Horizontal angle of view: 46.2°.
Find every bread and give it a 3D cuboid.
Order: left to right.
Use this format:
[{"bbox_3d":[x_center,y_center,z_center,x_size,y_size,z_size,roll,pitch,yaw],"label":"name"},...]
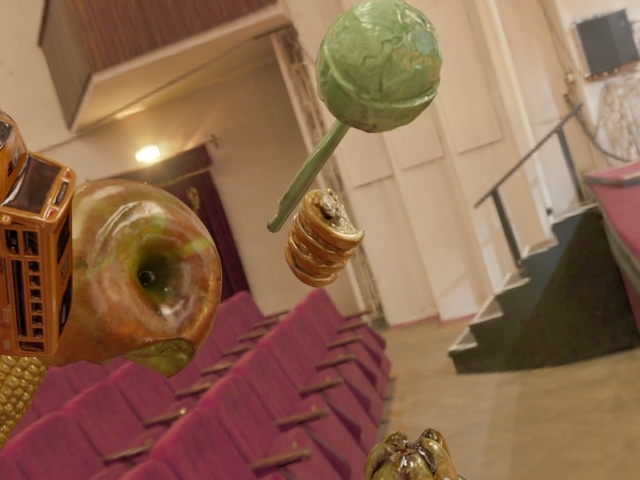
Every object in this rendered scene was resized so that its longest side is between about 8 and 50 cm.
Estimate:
[{"bbox_3d":[0.000,0.000,1.219,0.084,0.119,0.177,-22,-30,-41],"label":"bread"}]

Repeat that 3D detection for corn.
[{"bbox_3d":[-0.449,0.183,1.036,0.130,0.130,0.347,-15,45,57],"label":"corn"}]

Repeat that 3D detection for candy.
[{"bbox_3d":[0.006,-0.100,0.839,0.119,0.119,0.440,-19,-16,-26],"label":"candy"}]

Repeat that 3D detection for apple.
[{"bbox_3d":[-0.244,0.054,0.875,0.226,0.246,0.246,-13,5,44],"label":"apple"}]

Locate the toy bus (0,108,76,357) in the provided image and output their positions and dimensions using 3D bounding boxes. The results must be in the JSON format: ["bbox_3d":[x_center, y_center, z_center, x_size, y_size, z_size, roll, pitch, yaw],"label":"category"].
[{"bbox_3d":[-0.229,-0.002,0.557,0.088,0.194,0.083,9,40,-7],"label":"toy bus"}]

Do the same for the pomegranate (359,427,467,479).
[{"bbox_3d":[0.073,0.269,0.673,0.190,0.241,0.159,-28,22,23],"label":"pomegranate"}]
